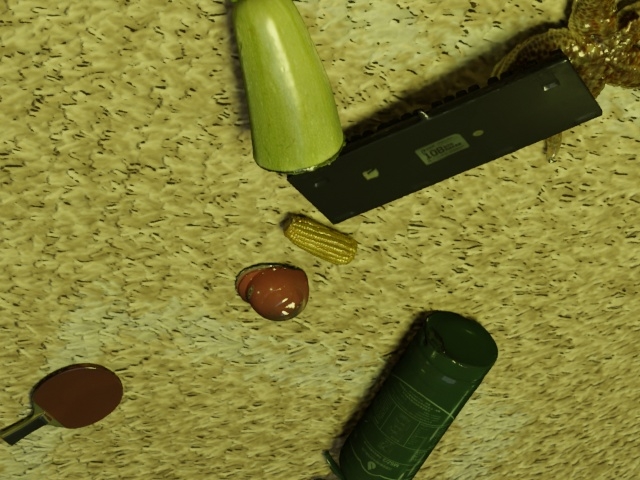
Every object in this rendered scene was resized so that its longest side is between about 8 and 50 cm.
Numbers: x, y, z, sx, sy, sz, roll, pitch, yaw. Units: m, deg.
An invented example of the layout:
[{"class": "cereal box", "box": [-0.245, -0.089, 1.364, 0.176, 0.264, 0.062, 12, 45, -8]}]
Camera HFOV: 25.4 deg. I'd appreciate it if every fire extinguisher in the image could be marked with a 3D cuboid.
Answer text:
[{"class": "fire extinguisher", "box": [0.093, 0.220, 1.710, 0.114, 0.095, 0.311, 34, 123, 9]}]

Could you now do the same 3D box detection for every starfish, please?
[{"class": "starfish", "box": [0.284, -0.182, 1.412, 0.236, 0.062, 0.277, -6, 140, -10]}]

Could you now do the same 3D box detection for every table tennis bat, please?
[{"class": "table tennis bat", "box": [-0.302, 0.193, 1.646, 0.158, 0.014, 0.095, -31, 132, 12]}]

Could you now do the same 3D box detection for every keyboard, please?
[{"class": "keyboard", "box": [0.119, -0.103, 1.424, 0.317, 0.027, 0.106, -21, 137, 24]}]

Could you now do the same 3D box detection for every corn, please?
[{"class": "corn", "box": [0.000, 0.000, 1.528, 0.092, 0.037, 0.037, 27, 121, -28]}]

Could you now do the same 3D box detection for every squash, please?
[{"class": "squash", "box": [-0.049, -0.173, 1.340, 0.094, 0.094, 0.224, -17, 126, 3]}]

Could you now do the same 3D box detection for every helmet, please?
[{"class": "helmet", "box": [-0.050, 0.063, 1.563, 0.084, 0.049, 0.065, 2, 131, -15]}]
